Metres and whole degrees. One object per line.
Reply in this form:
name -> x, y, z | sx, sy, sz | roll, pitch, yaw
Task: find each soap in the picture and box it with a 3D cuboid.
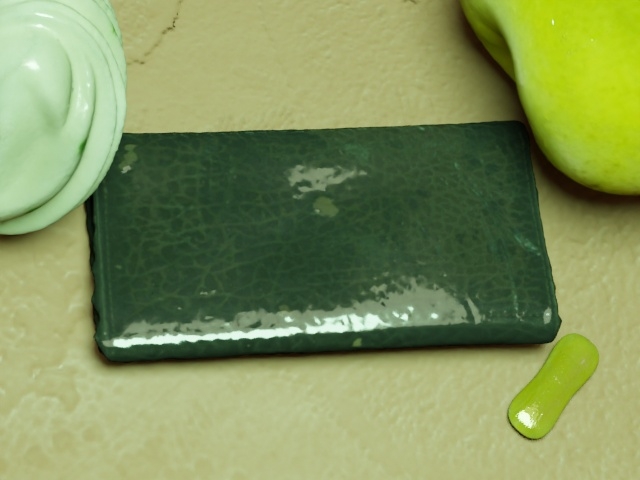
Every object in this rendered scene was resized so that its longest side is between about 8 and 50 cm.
soap -> 0.163, 0.100, 1.171 | 0.034, 0.012, 0.089 | 38, 65, 5

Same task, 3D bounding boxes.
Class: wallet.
wallet -> 0.000, 0.000, 1.164 | 0.321, 0.044, 0.170 | -3, 67, -10

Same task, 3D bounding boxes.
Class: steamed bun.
steamed bun -> -0.182, -0.093, 1.097 | 0.106, 0.183, 0.183 | 16, 65, -16

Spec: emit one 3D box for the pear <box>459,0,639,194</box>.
pear -> 0.298, -0.219, 1.155 | 0.418, 0.362, 0.362 | -34, 76, 5
